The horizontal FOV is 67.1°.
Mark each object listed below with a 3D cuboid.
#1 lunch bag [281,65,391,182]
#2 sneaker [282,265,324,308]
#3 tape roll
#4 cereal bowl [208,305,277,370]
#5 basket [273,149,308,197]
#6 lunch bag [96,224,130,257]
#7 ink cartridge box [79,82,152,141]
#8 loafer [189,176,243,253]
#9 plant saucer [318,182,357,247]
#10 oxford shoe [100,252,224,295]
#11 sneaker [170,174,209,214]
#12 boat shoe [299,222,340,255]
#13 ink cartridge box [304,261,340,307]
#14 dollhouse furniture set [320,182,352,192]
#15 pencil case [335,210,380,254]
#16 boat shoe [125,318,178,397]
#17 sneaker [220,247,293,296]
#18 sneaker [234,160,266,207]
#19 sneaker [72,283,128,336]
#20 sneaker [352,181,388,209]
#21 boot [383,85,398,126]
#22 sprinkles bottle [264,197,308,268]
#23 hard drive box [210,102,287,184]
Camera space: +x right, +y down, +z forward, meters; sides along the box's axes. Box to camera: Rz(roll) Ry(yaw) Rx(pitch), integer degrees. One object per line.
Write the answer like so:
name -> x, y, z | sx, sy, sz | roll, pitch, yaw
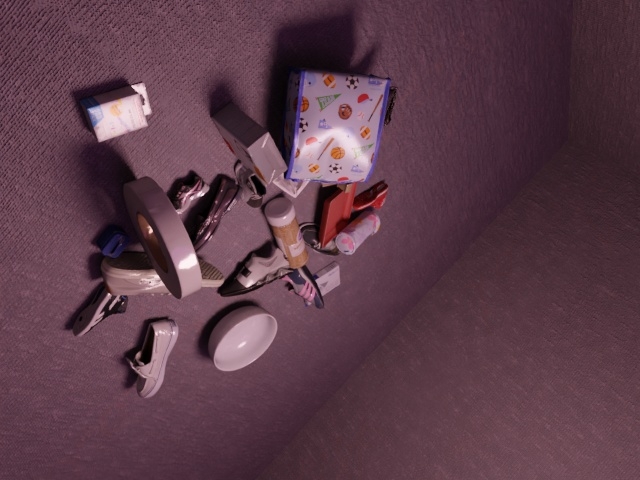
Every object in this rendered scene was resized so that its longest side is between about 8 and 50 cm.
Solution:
lunch bag -> 0.035, -0.392, 1.689 | 0.327, 0.239, 0.386 | -1, 112, -15
sneaker -> -0.085, 0.235, 2.371 | 0.131, 0.112, 0.319 | -24, 127, 7
tape roll -> -0.485, -0.007, 1.475 | 0.072, 0.392, 0.392 | -27, 140, -27
cereal bowl -> -0.376, 0.432, 2.235 | 0.339, 0.141, 0.339 | -29, 141, -27
basket -> -0.134, -0.260, 1.858 | 0.113, 0.103, 0.167 | -51, 145, 4
lunch bag -> -0.673, 0.008, 1.567 | 0.098, 0.065, 0.067 | -52, 145, 4
ink cartridge box -> -0.553, -0.359, 1.343 | 0.181, 0.061, 0.104 | -29, 141, -26
loafer -> -0.405, -0.096, 1.746 | 0.095, 0.109, 0.302 | 38, 87, -36
plant saucer -> 0.072, -0.132, 2.196 | 0.259, 0.047, 0.258 | -43, 151, -46
oxford shoe -> -0.560, 0.133, 1.728 | 0.449, 0.169, 0.130 | 6, 117, -41
sneaker -> -0.469, -0.159, 1.638 | 0.178, 0.072, 0.077 | -45, 134, -18
boat shoe -> 0.000, 0.000, 2.265 | 0.302, 0.091, 0.114 | 17, 110, -53
ink cartridge box -> 0.008, 0.246, 2.553 | 0.223, 0.045, 0.224 | -32, 142, -22
dollhouse furniture set -> 0.044, -0.299, 1.942 | 0.101, 0.182, 0.161 | -17, 135, -37
pencil case -> 0.184, -0.040, 2.347 | 0.273, 0.113, 0.124 | -38, 128, -44
boat shoe -> -0.703, 0.483, 1.937 | 0.156, 0.136, 0.367 | 6, 116, -50
sneaker -> -0.292, 0.137, 2.082 | 0.330, 0.146, 0.122 | -24, 171, 3
sneaker -> -0.242, -0.179, 1.792 | 0.086, 0.132, 0.229 | -36, 144, -16
sneaker -> -0.761, 0.260, 1.703 | 0.217, 0.079, 0.121 | -52, 144, 3
sneaker -> 0.250, -0.181, 2.368 | 0.221, 0.087, 0.128 | -32, 141, -20
boot -> 0.159, -0.487, 1.832 | 0.091, 0.229, 0.263 | -30, 145, -54
sprinkles bottle -> -0.139, -0.025, 2.066 | 0.121, 0.121, 0.355 | -36, 144, -16
hard drive box -> -0.232, -0.318, 1.581 | 0.089, 0.232, 0.181 | -41, 144, -10
